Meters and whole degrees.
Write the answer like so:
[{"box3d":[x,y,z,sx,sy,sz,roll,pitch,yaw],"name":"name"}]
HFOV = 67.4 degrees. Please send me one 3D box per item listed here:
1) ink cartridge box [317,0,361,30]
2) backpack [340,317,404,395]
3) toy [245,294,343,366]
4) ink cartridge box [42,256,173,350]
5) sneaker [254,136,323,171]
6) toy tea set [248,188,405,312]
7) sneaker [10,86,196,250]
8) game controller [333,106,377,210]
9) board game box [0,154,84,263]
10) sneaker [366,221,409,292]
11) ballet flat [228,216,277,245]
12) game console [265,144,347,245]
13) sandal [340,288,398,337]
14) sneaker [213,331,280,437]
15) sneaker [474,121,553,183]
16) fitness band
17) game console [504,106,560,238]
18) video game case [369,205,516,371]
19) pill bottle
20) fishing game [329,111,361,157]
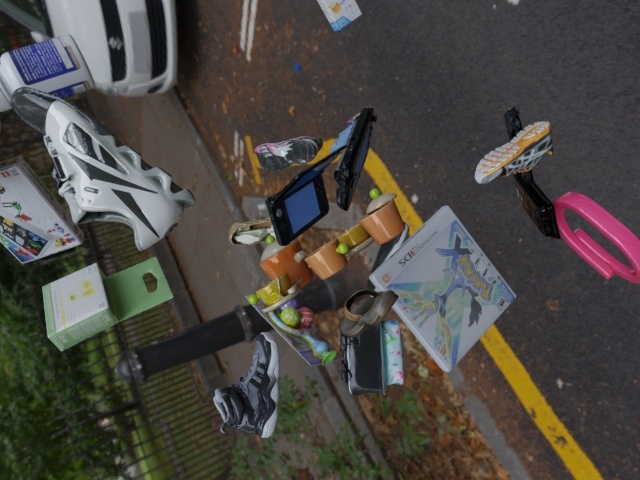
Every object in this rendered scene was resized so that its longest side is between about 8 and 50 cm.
[{"box3d":[0.054,-0.863,1.719,0.181,0.104,0.061,53,176,-27],"name":"ink cartridge box"},{"box3d":[0.142,0.312,1.377,0.253,0.191,0.225,113,155,-85],"name":"backpack"},{"box3d":[-0.049,0.184,1.101,0.237,0.137,0.056,44,109,29],"name":"toy"},{"box3d":[-0.451,0.109,1.014,0.171,0.235,0.056,47,158,46],"name":"ink cartridge box"},{"box3d":[-0.070,-0.209,1.139,0.178,0.077,0.072,3,117,31],"name":"sneaker"},{"box3d":[0.000,0.000,0.930,0.124,0.336,0.200,58,-173,-3],"name":"toy tea set"},{"box3d":[-0.380,-0.110,0.774,0.330,0.146,0.122,36,162,-3],"name":"sneaker"},{"box3d":[0.102,-0.231,1.341,0.067,0.319,0.166,7,139,16],"name":"game controller"},{"box3d":[-0.844,-0.077,1.355,0.053,0.193,0.305,-110,2,-46],"name":"board game box"},{"box3d":[0.301,0.090,1.740,0.124,0.178,0.295,-132,63,-71],"name":"sneaker"},{"box3d":[-0.129,-0.020,1.174,0.067,0.206,0.073,-81,-25,-58],"name":"ballet flat"},{"box3d":[-0.010,-0.061,0.658,0.071,0.122,0.107,5,120,37],"name":"game console"},{"box3d":[0.077,0.127,0.895,0.060,0.090,0.219,37,162,0],"name":"sandal"},{"box3d":[-0.188,0.357,1.222,0.101,0.153,0.268,127,146,-53],"name":"sneaker"},{"box3d":[0.469,-0.194,1.147,0.083,0.215,0.084,55,-178,-24],"name":"sneaker"},{"box3d":[0.719,-0.006,1.240,0.291,0.054,0.209,54,179,33],"name":"fitness band"},{"box3d":[0.562,-0.181,1.294,0.213,0.044,0.361,-91,-24,-56],"name":"game console"},{"box3d":[0.332,0.124,1.271,0.329,0.300,0.036,51,162,-8],"name":"video game case"},{"box3d":[-0.569,-0.332,0.967,0.112,0.187,0.112,50,157,30],"name":"pill bottle"},{"box3d":[0.107,-0.397,1.859,0.041,0.264,0.189,38,149,-20],"name":"fishing game"}]
